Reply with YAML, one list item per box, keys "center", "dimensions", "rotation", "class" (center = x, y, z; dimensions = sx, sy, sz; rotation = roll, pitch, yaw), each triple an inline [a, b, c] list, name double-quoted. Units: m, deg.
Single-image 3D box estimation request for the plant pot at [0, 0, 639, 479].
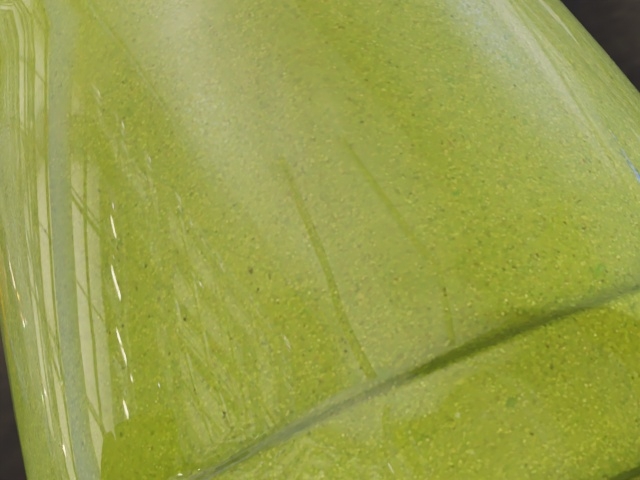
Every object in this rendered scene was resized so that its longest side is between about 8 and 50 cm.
- center: [0.000, 0.000, 0.738]
  dimensions: [0.366, 0.353, 0.366]
  rotation: [-23, -16, -7]
  class: "plant pot"
